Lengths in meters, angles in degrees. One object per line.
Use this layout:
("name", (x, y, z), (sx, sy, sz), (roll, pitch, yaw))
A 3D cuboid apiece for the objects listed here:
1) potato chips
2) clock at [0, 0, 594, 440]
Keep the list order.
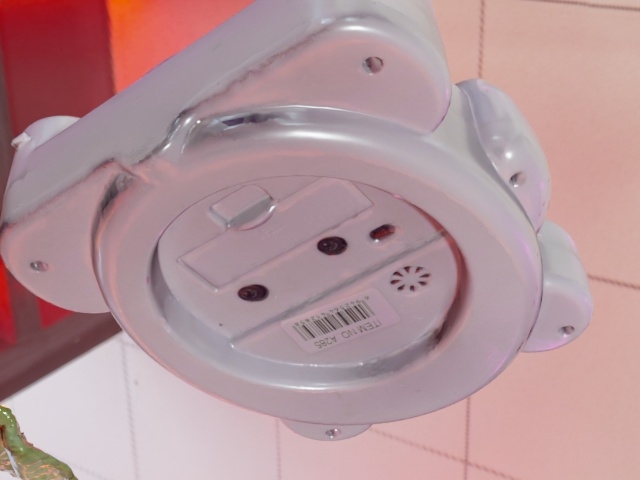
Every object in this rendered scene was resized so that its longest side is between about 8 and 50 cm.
("potato chips", (-0.332, 0.121, 0.919), (0.358, 0.070, 0.429), (40, 164, 8))
("clock", (0.000, 0.000, 0.660), (0.296, 0.113, 0.322), (-29, 132, 24))
